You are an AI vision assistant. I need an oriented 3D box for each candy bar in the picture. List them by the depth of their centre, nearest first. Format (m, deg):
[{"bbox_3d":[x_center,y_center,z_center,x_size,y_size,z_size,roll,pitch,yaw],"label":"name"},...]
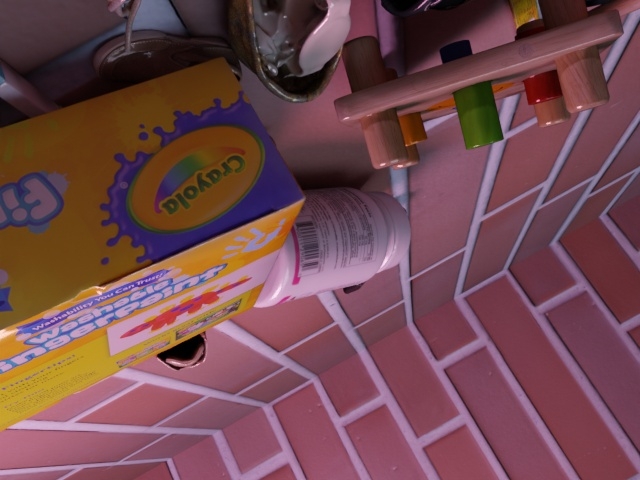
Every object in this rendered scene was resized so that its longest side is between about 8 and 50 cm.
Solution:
[{"bbox_3d":[0.263,-0.298,0.776,0.040,0.018,0.161,-32,160,17],"label":"candy bar"}]

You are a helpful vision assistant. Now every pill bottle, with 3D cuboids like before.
[{"bbox_3d":[0.000,0.000,0.920,0.283,0.160,0.160,-9,151,-43],"label":"pill bottle"}]

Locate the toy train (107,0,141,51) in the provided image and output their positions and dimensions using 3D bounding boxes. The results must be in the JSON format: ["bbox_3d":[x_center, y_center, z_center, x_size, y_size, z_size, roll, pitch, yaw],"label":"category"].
[{"bbox_3d":[-0.156,-0.205,0.334,0.144,0.105,0.248,-3,149,-31],"label":"toy train"}]

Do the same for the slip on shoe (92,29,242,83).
[{"bbox_3d":[-0.134,-0.156,0.544,0.135,0.041,0.051,-12,154,-39],"label":"slip on shoe"}]

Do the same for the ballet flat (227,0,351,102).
[{"bbox_3d":[-0.010,-0.230,0.432,0.123,0.123,0.348,-23,158,-18],"label":"ballet flat"}]

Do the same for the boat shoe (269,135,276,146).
[{"bbox_3d":[-0.094,-0.059,0.753,0.048,0.056,0.153,-8,126,-38],"label":"boat shoe"}]

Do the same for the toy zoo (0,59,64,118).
[{"bbox_3d":[-0.330,-0.088,0.458,0.192,0.030,0.293,-30,159,2],"label":"toy zoo"}]

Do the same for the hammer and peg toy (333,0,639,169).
[{"bbox_3d":[0.209,-0.174,0.630,0.362,0.127,0.266,-15,-177,13],"label":"hammer and peg toy"}]

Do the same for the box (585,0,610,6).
[{"bbox_3d":[0.437,-0.400,0.682,0.308,0.076,0.242,-18,157,-27],"label":"box"}]

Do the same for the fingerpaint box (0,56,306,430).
[{"bbox_3d":[-0.273,0.049,0.592,0.445,0.163,0.371,-26,168,-20],"label":"fingerpaint box"}]

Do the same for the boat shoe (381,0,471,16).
[{"bbox_3d":[0.118,-0.296,0.433,0.113,0.127,0.340,-34,172,-23],"label":"boat shoe"}]

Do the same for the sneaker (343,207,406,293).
[{"bbox_3d":[0.081,0.021,1.128,0.228,0.130,0.087,-25,161,-19],"label":"sneaker"}]

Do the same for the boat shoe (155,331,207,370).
[{"bbox_3d":[-0.256,0.175,1.051,0.123,0.116,0.324,-25,159,-12],"label":"boat shoe"}]
